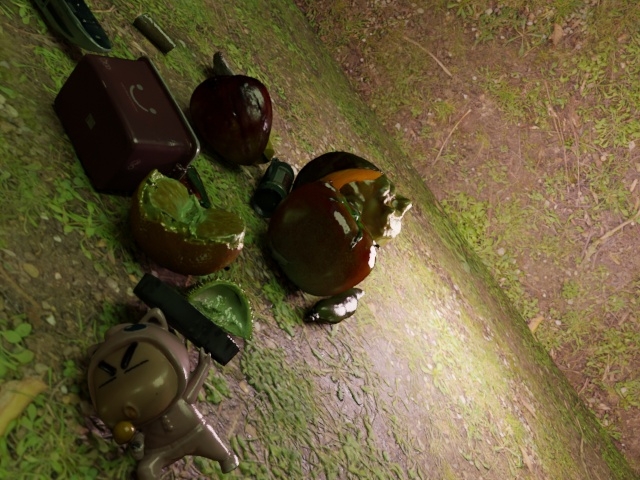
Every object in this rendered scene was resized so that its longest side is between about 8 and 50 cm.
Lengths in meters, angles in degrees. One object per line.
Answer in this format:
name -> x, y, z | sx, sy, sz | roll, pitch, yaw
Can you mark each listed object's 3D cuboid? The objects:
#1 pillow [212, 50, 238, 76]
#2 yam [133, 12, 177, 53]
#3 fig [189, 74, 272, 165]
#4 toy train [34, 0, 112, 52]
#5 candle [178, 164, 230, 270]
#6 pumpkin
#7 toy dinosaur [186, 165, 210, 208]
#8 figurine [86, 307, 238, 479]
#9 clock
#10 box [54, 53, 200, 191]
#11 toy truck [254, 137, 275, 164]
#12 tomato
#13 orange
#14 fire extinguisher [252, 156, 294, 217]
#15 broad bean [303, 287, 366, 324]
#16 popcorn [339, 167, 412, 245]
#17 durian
pillow -> -0.270, -0.496, 2.085 | 0.255, 0.059, 0.169 | 52, -6, -5
yam -> -0.487, -0.614, 1.894 | 0.132, 0.054, 0.054 | 44, 24, -19
fig -> -0.235, -0.343, 1.766 | 0.263, 0.224, 0.224 | 63, 25, 8
toy train -> -0.638, -0.585, 1.525 | 0.407, 0.088, 0.086 | 55, 25, 7
candle -> -0.270, -0.055, 1.478 | 0.084, 0.059, 0.302 | -5, 58, -45
pumpkin -> 0.004, -0.196, 1.808 | 0.148, 0.312, 0.169 | 30, 39, -50
toy dinosaur -> -0.336, -0.246, 1.557 | 0.301, 0.087, 0.447 | 38, 20, -11
figurine -> -0.240, 0.252, 0.963 | 0.186, 0.176, 0.287 | 117, -49, -88
clock -> -0.236, 0.140, 1.121 | 0.215, 0.042, 0.215 | 36, -17, 13
box -> -0.411, -0.240, 1.336 | 0.167, 0.193, 0.294 | -7, 61, -54
toy truck -> -0.211, -0.340, 1.945 | 0.114, 0.098, 0.227 | 53, 14, -57
tomato -> 0.000, 0.000, 1.675 | 0.303, 0.239, 0.303 | 51, 12, -15
orange -> -0.275, -0.023, 1.287 | 0.237, 0.158, 0.179 | 31, 27, -15
fire extinguisher -> -0.126, -0.171, 1.866 | 0.118, 0.093, 0.294 | 62, 18, -22
broad bean -> 0.048, 0.179, 1.723 | 0.077, 0.061, 0.339 | 45, 21, 14
popcorn -> 0.130, -0.091, 1.975 | 0.325, 0.290, 0.321 | 32, 30, -39
durian -> -0.211, 0.125, 1.313 | 0.215, 0.086, 0.100 | 39, 40, -31
